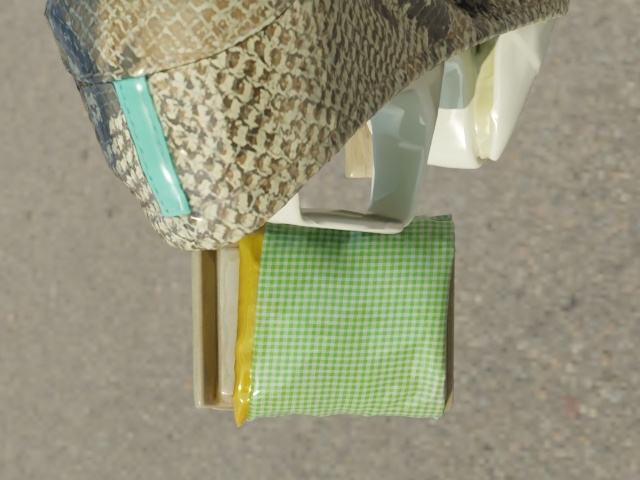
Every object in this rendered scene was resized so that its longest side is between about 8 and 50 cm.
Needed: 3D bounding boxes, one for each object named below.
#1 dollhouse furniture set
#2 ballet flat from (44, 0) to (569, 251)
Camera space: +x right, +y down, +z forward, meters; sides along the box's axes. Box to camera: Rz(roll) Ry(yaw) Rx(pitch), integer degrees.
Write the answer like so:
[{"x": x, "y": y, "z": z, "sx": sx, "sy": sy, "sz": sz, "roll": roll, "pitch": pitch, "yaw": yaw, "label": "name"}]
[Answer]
[{"x": 0.000, "y": 0.000, "z": 1.144, "sx": 0.151, "sy": 0.198, "sz": 0.301, "roll": -73, "pitch": -17, "yaw": -81, "label": "dollhouse furniture set"}, {"x": 0.030, "y": -0.101, "z": 0.844, "sx": 0.164, "sy": 0.483, "sz": 0.182, "roll": -6, "pitch": 104, "yaw": 29, "label": "ballet flat"}]
